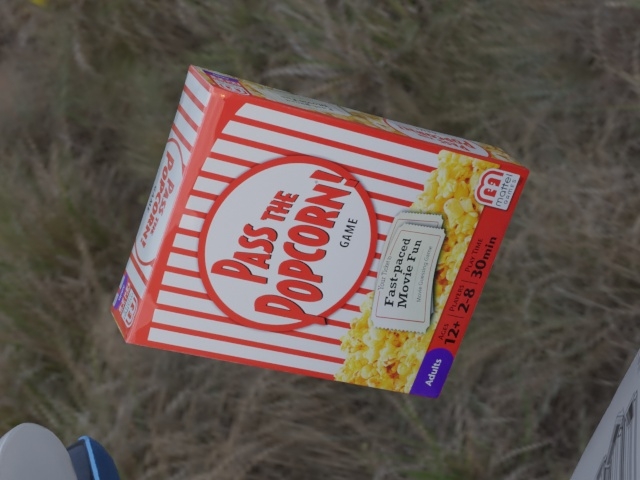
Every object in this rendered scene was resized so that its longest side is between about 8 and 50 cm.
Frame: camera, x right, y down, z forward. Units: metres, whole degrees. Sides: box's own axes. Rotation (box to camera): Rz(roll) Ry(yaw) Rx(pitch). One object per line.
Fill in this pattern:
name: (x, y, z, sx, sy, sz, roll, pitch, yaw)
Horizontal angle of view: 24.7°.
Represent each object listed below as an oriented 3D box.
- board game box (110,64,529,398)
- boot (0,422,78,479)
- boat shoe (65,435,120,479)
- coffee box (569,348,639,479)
board game box: (0.000, 0.000, 0.802, 0.045, 0.194, 0.146, 49, 123, 61)
boot: (-0.266, 0.284, 1.204, 0.123, 0.095, 0.258, -35, 44, 31)
boat shoe: (-0.262, 0.347, 1.680, 0.089, 0.109, 0.258, -30, 38, 7)
coffee box: (0.304, 0.181, 0.624, 0.338, 0.334, 0.337, -74, 1, -48)
